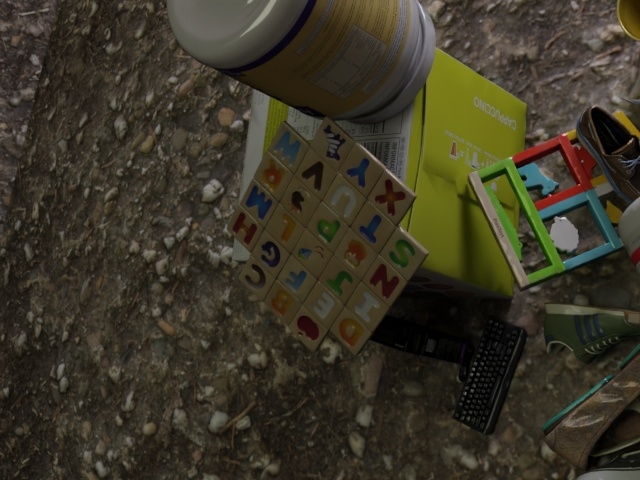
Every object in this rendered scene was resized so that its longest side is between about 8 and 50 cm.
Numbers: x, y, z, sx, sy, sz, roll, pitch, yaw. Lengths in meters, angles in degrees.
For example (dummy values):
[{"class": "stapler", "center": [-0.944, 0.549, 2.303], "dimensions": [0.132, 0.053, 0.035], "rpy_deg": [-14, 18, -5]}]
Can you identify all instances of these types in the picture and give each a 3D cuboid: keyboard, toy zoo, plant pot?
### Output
[{"class": "keyboard", "center": [0.260, 0.211, 1.747], "dimensions": [0.108, 0.023, 0.180], "rpy_deg": [23, 95, 47]}, {"class": "toy zoo", "center": [0.388, -0.067, 1.581], "dimensions": [0.293, 0.030, 0.192], "rpy_deg": [-23, 73, 0]}, {"class": "plant pot", "center": [0.518, -0.341, 1.585], "dimensions": [0.134, 0.095, 0.134], "rpy_deg": [-14, 70, 43]}]

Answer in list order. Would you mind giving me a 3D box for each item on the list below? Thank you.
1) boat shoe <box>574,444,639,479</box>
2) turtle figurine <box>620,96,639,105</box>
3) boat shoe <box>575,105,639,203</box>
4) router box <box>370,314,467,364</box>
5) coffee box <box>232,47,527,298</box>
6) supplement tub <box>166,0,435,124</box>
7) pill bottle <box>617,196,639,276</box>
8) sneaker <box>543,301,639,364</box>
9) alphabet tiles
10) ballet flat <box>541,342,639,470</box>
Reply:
[{"class": "boat shoe", "center": [0.449, 0.323, 1.495], "dimensions": [0.219, 0.078, 0.070], "rpy_deg": [-22, 29, 44]}, {"class": "turtle figurine", "center": [0.547, -0.170, 1.501], "dimensions": [0.175, 0.118, 0.234], "rpy_deg": [-38, 42, -21]}, {"class": "boat shoe", "center": [0.432, -0.116, 1.537], "dimensions": [0.066, 0.066, 0.183], "rpy_deg": [-40, 74, -6]}, {"class": "router box", "center": [0.135, 0.156, 1.796], "dimensions": [0.179, 0.133, 0.046], "rpy_deg": [15, 89, 53]}, {"class": "coffee box", "center": [0.105, -0.097, 1.746], "dimensions": [0.334, 0.337, 0.338], "rpy_deg": [-1, 78, 39]}, {"class": "supplement tub", "center": [-0.016, -0.301, 1.459], "dimensions": [0.241, 0.331, 0.241], "rpy_deg": [-12, 70, 36]}, {"class": "pill bottle", "center": [0.549, 0.105, 1.309], "dimensions": [0.229, 0.229, 0.408], "rpy_deg": [-35, 69, 34]}, {"class": "sneaker", "center": [0.408, 0.141, 1.590], "dimensions": [0.192, 0.064, 0.086], "rpy_deg": [4, 84, 50]}, {"class": "alphabet tiles", "center": [0.000, 0.000, 1.560], "dimensions": [0.285, 0.011, 0.342], "rpy_deg": [44, 131, 15]}, {"class": "ballet flat", "center": [0.449, 0.212, 1.515], "dimensions": [0.106, 0.107, 0.316], "rpy_deg": [51, 122, 19]}]
